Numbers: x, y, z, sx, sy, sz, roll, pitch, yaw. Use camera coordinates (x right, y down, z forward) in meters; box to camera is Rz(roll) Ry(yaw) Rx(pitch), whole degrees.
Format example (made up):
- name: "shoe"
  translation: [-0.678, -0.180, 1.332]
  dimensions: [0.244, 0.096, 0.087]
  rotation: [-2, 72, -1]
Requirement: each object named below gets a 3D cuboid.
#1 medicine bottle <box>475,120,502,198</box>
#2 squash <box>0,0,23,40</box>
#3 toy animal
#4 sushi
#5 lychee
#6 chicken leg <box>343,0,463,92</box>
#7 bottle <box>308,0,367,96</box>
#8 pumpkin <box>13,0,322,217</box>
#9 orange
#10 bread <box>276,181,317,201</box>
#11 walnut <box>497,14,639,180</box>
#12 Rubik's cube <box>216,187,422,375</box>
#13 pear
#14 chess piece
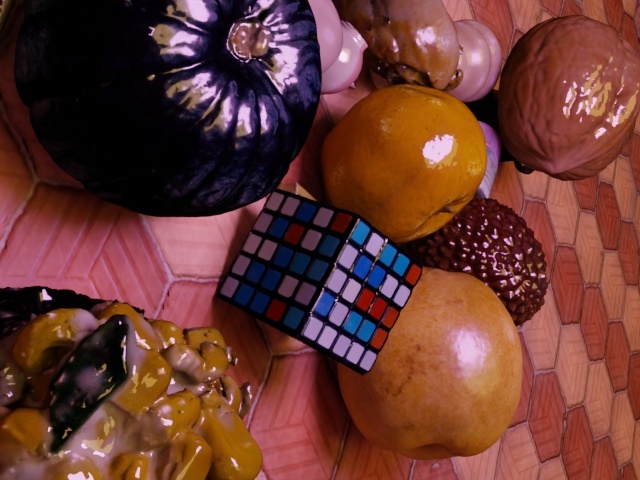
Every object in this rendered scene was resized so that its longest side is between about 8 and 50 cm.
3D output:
- name: "medicine bottle"
  translation: [0.291, -0.146, 1.636]
  dimensions: [0.135, 0.135, 0.168]
  rotation: [53, 47, -35]
- name: "squash"
  translation: [-0.279, -0.324, 0.751]
  dimensions: [0.210, 0.309, 0.233]
  rotation: [40, 55, -43]
- name: "toy animal"
  translation: [0.414, -0.266, 1.825]
  dimensions: [0.298, 0.122, 0.185]
  rotation: [24, 67, -48]
- name: "sushi"
  translation: [-0.236, 0.193, 0.763]
  dimensions: [0.329, 0.285, 0.327]
  rotation: [41, 54, -41]
- name: "lychee"
  translation: [0.300, 0.049, 1.510]
  dimensions: [0.268, 0.268, 0.267]
  rotation: [10, 77, -52]
- name: "chicken leg"
  translation: [0.106, -0.443, 1.372]
  dimensions: [0.202, 0.152, 0.429]
  rotation: [-19, 79, -13]
- name: "bottle"
  translation: [-0.020, -0.306, 1.235]
  dimensions: [0.237, 0.148, 0.147]
  rotation: [29, 63, -52]
- name: "pumpkin"
  translation: [-0.165, -0.202, 0.926]
  dimensions: [0.364, 0.266, 0.363]
  rotation: [0, 90, -51]
- name: "orange"
  translation: [0.130, -0.126, 1.311]
  dimensions: [0.279, 0.279, 0.235]
  rotation: [-8, 56, -53]
- name: "bread"
  translation: [0.000, 0.000, 1.297]
  dimensions: [0.226, 0.049, 0.088]
  rotation: [41, 54, -44]
- name: "walnut"
  translation: [0.496, -0.279, 1.620]
  dimensions: [0.333, 0.333, 0.332]
  rotation: [10, 77, -52]
- name: "Rubik's cube"
  translation: [0.001, 0.057, 1.142]
  dimensions: [0.187, 0.184, 0.182]
  rotation: [36, 79, -46]
- name: "pear"
  translation: [0.174, 0.197, 1.303]
  dimensions: [0.314, 0.315, 0.314]
  rotation: [10, 77, -52]
- name: "chess piece"
  translation: [0.207, -0.337, 1.554]
  dimensions: [0.300, 0.167, 0.166]
  rotation: [-18, 100, -46]
